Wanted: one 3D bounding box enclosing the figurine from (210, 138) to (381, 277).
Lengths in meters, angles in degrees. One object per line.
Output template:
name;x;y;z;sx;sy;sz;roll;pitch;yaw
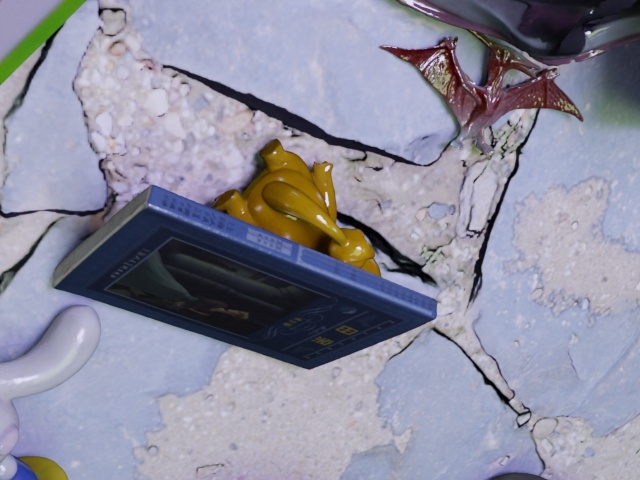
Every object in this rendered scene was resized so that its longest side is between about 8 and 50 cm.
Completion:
figurine;0.003;0.002;0.729;0.121;0.122;0.176;-52;128;-12

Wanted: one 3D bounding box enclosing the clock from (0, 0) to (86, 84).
clock;-0.250;-0.236;0.420;0.235;0.166;0.309;-38;145;16

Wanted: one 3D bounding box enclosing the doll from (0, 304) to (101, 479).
doll;-0.297;0.189;0.723;0.311;0.159;0.242;-43;113;-23

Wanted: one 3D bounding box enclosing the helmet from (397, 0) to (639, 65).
helmet;0.185;-0.273;0.576;0.271;0.338;0.197;46;67;-41

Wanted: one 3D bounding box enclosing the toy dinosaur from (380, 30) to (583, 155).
toy dinosaur;0.148;-0.133;0.768;0.220;0.032;0.108;11;115;-24

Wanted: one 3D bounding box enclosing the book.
book;-0.064;0.044;0.716;0.269;0.025;0.191;23;148;-29

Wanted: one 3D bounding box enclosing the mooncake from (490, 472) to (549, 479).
mooncake;0.243;0.409;1.043;0.275;0.135;0.275;-8;116;-15
